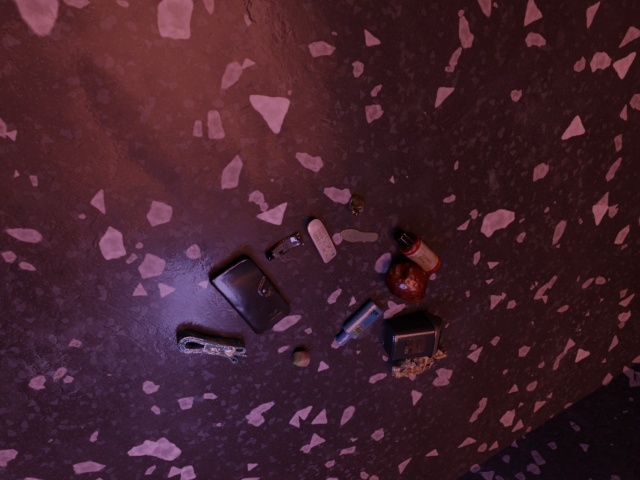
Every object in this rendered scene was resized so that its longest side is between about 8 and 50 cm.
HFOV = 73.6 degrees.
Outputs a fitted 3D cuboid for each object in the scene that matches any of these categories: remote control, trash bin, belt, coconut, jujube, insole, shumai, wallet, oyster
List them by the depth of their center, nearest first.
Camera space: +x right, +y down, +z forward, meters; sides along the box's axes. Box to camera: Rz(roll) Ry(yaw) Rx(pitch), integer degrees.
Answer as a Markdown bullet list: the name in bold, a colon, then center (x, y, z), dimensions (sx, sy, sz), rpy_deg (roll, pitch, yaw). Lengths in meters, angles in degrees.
- **shumai**: center (0.161, -0.142, 1.781), dimensions (0.082, 0.080, 0.083), rpy_deg (-17, 117, -17)
- **wallet**: center (-0.281, 0.234, 1.789), dimensions (0.197, 0.051, 0.377), rpy_deg (-34, 123, -4)
- **remote control**: center (0.000, 0.000, 1.803), dimensions (0.073, 0.044, 0.229), rpy_deg (-43, 132, -18)
- **belt**: center (-0.453, 0.446, 1.803), dimensions (0.303, 0.072, 0.087), rpy_deg (20, 100, -27)
- **insole**: center (0.172, -0.020, 1.887), dimensions (0.189, 0.004, 0.064), rpy_deg (4, 113, -24)
- **jujube**: center (0.407, 0.199, 1.987), dimensions (0.190, 0.190, 0.255), rpy_deg (-39, 133, -2)
- **coconut**: center (-0.088, 0.549, 2.000), dimensions (0.083, 0.081, 0.082), rpy_deg (-13, 136, 22)
- **trash bin**: center (0.469, 0.483, 2.148), dimensions (0.291, 0.182, 0.209), rpy_deg (-4, 116, -15)
- **oyster**: center (0.520, 0.638, 2.294), dimensions (0.355, 0.107, 0.201), rpy_deg (-3, 135, -34)

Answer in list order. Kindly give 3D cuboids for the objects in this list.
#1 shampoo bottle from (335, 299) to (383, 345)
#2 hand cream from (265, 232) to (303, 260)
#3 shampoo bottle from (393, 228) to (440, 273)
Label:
- **shampoo bottle**: center (0.180, 0.402, 2.053), dimensions (0.258, 0.061, 0.104), rpy_deg (-44, 122, 1)
- **hand cream**: center (-0.149, 0.030, 1.760), dimensions (0.163, 0.039, 0.062), rpy_deg (-30, 120, -14)
- **shampoo bottle**: center (0.437, 0.044, 1.969), dimensions (0.278, 0.104, 0.104), rpy_deg (38, 95, -31)
